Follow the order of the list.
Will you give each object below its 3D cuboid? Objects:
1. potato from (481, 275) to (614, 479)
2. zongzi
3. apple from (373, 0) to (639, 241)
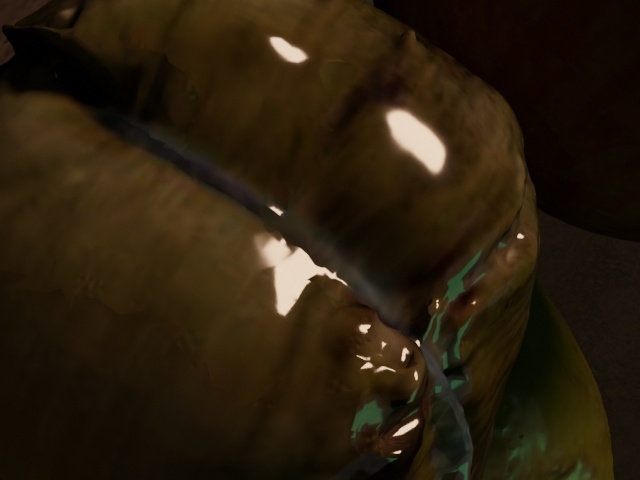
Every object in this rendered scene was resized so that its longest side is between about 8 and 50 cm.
[{"bbox_3d":[0.040,0.073,0.824,0.330,0.280,0.212,-51,175,-46],"label":"potato"},{"bbox_3d":[0.000,0.000,0.527,0.393,0.174,0.356,-54,171,-37],"label":"zongzi"},{"bbox_3d":[0.147,-0.132,0.632,0.250,0.277,0.309,-51,155,22],"label":"apple"}]
